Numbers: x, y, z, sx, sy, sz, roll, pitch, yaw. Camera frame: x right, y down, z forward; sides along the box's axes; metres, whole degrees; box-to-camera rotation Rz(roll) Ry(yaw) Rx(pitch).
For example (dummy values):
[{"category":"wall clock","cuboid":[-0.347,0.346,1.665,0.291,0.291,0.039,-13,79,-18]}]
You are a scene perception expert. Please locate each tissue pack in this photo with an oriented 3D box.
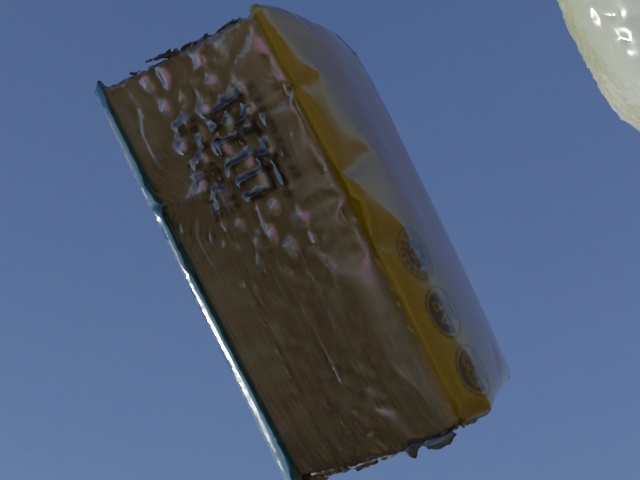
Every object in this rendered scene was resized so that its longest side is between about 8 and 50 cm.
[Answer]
[{"category":"tissue pack","cuboid":[0.000,0.000,0.907,0.134,0.271,0.192,-27,-2,15]}]

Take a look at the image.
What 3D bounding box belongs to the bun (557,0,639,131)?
[{"category":"bun","cuboid":[0.184,-0.133,0.508,0.239,0.141,0.239,-1,-85,-15]}]
